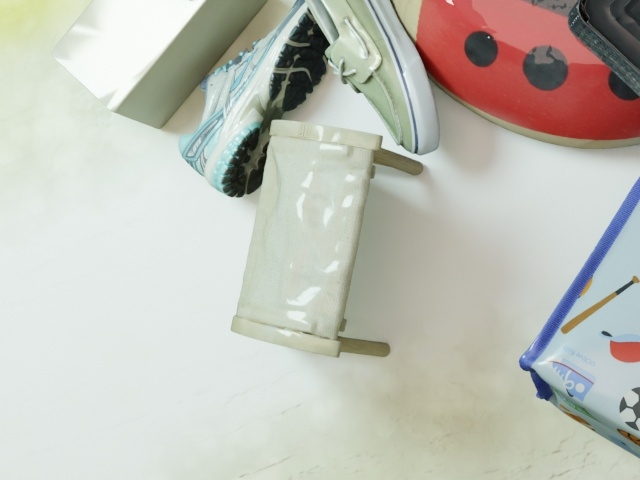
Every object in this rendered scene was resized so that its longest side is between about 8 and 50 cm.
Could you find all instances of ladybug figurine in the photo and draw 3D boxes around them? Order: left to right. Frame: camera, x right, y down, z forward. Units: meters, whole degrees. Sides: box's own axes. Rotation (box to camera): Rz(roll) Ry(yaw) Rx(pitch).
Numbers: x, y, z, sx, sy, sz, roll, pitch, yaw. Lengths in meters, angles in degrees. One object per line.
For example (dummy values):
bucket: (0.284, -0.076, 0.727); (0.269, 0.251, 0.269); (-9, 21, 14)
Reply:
ladybug figurine: (0.274, -0.277, 1.908); (0.449, 0.162, 0.305); (24, 92, 16)

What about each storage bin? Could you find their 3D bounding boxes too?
storage bin: (0.371, -0.228, 1.754); (0.180, 0.084, 0.122); (43, 88, 3)

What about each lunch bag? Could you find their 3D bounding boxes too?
lunch bag: (0.461, 0.077, 1.784); (0.328, 0.239, 0.385); (29, 81, 18)

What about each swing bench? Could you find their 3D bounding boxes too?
swing bench: (0.000, 0.000, 1.918); (0.165, 0.254, 0.253); (12, 89, 17)

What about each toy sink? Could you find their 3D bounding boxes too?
toy sink: (-0.204, -0.278, 2.054); (0.131, 0.153, 0.234); (43, 99, 15)

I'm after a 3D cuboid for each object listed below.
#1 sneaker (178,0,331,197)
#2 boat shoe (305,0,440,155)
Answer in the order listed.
sneaker: (-0.088, -0.202, 2.040); (0.122, 0.110, 0.283); (30, 89, 29)
boat shoe: (0.052, -0.233, 1.961); (0.094, 0.109, 0.302); (-22, 79, -12)
